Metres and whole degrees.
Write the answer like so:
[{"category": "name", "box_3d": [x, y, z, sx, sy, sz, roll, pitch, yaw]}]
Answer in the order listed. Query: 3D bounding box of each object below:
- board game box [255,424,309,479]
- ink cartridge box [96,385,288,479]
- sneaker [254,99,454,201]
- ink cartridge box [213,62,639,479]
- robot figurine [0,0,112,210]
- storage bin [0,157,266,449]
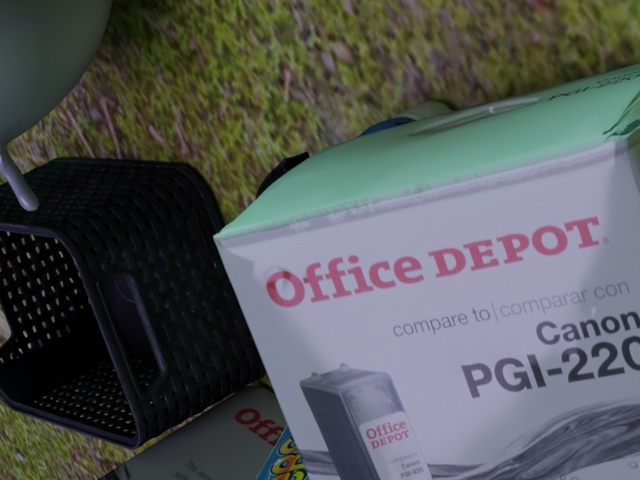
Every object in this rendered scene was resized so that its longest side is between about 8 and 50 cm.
[{"category": "board game box", "box_3d": [0.025, 0.127, 0.699, 0.035, 0.201, 0.136, -14, 111, 25]}, {"category": "ink cartridge box", "box_3d": [-0.060, 0.175, 0.867, 0.148, 0.203, 0.086, 29, 139, 44]}, {"category": "sneaker", "box_3d": [0.000, -0.001, 0.744, 0.058, 0.084, 0.152, 59, 151, 5]}, {"category": "ink cartridge box", "box_3d": [0.081, 0.064, 0.614, 0.158, 0.092, 0.218, -13, 103, 32]}, {"category": "robot figurine", "box_3d": [-0.215, -0.179, 0.814, 0.300, 0.200, 0.353, 24, 135, 67]}, {"category": "storage bin", "box_3d": [-0.121, 0.028, 0.958, 0.180, 0.084, 0.122, 6, 119, 55]}]
